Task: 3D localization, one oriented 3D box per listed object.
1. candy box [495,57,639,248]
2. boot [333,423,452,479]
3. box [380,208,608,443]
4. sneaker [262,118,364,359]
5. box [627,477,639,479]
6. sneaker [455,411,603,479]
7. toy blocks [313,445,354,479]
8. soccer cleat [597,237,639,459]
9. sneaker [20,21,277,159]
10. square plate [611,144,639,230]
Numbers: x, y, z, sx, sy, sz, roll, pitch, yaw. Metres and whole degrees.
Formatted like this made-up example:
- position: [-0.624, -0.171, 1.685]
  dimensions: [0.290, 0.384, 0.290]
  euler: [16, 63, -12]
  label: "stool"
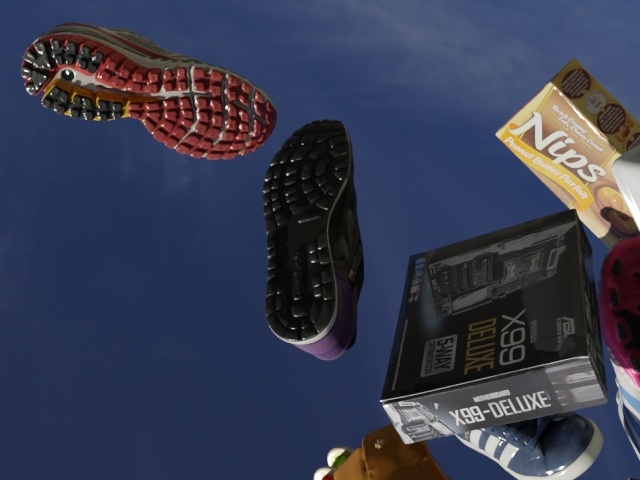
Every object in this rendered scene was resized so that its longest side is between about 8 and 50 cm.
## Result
- position: [0.470, -0.133, 1.467]
  dimensions: [0.316, 0.183, 0.087]
  euler: [46, -119, 3]
  label: "candy box"
- position: [0.135, 0.301, 1.047]
  dimensions: [0.104, 0.295, 0.211]
  euler: [40, -152, -35]
  label: "boot"
- position: [0.218, 0.099, 1.078]
  dimensions: [0.242, 0.076, 0.307]
  euler: [-18, -153, 24]
  label: "box"
- position: [0.000, 0.000, 1.016]
  dimensions: [0.107, 0.124, 0.283]
  euler: [-5, -115, 24]
  label: "sneaker"
- position: [0.283, 0.254, 0.619]
  dimensions: [0.116, 0.029, 0.162]
  euler: [7, -135, 4]
  label: "box"
- position: [0.285, 0.277, 1.366]
  dimensions: [0.148, 0.350, 0.131]
  euler: [47, -110, -17]
  label: "sneaker"
- position: [0.030, 0.371, 1.187]
  dimensions: [0.123, 0.054, 0.148]
  euler: [52, -150, -5]
  label: "toy blocks"
- position: [0.419, 0.166, 1.125]
  dimensions: [0.116, 0.143, 0.331]
  euler: [-9, -103, -5]
  label: "soccer cleat"
- position: [-0.144, -0.145, 0.776]
  dimensions: [0.225, 0.088, 0.092]
  euler: [18, -149, -17]
  label: "sneaker"
- position: [0.505, -0.001, 0.836]
  dimensions: [0.344, 0.049, 0.347]
  euler: [-28, -84, -3]
  label: "square plate"
